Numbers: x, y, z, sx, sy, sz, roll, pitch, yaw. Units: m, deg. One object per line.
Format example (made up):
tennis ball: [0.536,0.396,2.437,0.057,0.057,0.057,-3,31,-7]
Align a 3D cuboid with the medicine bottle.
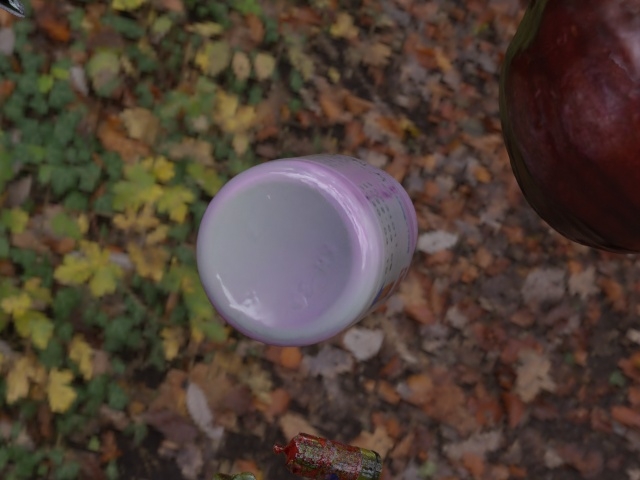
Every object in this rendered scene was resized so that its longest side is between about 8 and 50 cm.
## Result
medicine bottle: [0.000,0.000,1.142,0.152,0.152,0.254,26,11,9]

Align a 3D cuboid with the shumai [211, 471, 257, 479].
shumai: [-0.088,0.333,1.478,0.184,0.184,0.142,28,79,12]

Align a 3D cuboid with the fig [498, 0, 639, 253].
fig: [0.117,-0.061,0.475,0.150,0.128,0.128,50,14,-40]

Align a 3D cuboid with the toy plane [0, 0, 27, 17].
toy plane: [-0.121,-0.147,0.606,0.078,0.053,0.197,30,32,-5]

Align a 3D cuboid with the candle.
candle: [0.004,0.252,1.540,0.131,0.052,0.052,20,33,-23]
